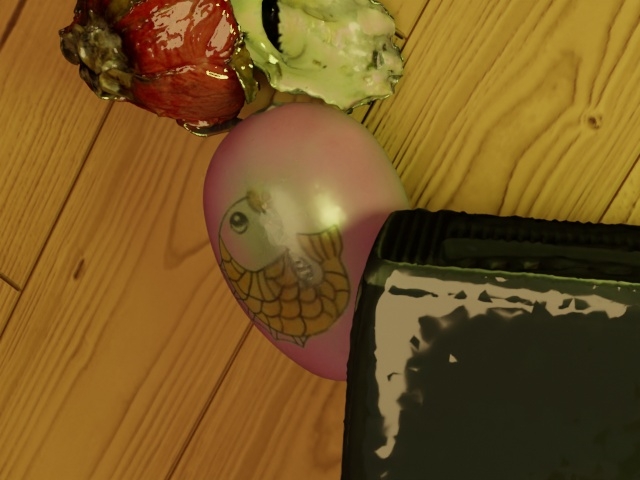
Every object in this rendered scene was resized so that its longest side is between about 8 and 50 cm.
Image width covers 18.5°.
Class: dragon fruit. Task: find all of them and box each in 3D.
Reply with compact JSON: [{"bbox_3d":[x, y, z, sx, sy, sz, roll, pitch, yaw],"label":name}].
[{"bbox_3d":[-0.169,-0.198,1.864,0.148,0.218,0.224,-17,82,-15],"label":"dragon fruit"}]

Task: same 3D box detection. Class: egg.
[{"bbox_3d":[0.000,0.000,1.856,0.196,0.196,0.271,-29,102,29],"label":"egg"}]

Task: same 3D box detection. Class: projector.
[{"bbox_3d":[0.219,0.189,1.703,0.395,0.242,0.405,5,105,7],"label":"projector"}]

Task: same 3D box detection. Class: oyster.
[{"bbox_3d":[-0.017,-0.200,1.895,0.209,0.072,0.133,13,99,4],"label":"oyster"}]
